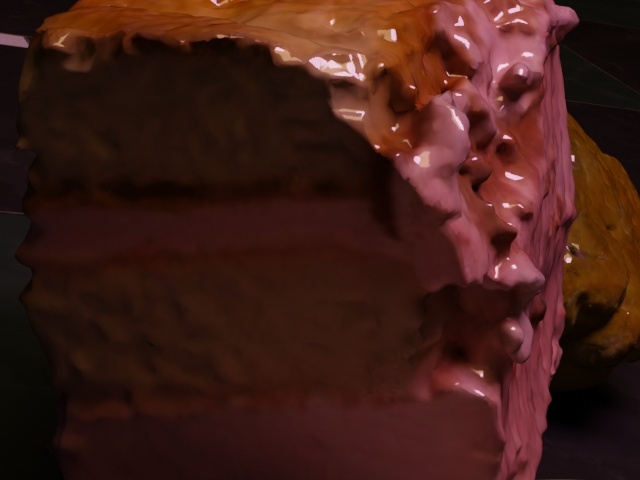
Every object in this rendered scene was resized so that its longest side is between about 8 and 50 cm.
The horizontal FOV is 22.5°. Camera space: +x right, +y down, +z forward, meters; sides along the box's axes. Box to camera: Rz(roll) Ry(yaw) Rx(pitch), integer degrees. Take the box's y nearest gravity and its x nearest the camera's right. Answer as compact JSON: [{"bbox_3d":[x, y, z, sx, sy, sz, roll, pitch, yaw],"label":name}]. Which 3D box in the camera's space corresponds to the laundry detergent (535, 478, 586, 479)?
[{"bbox_3d":[0.148,0.219,0.839,0.181,0.091,0.253,11,20,2],"label":"laundry detergent"}]

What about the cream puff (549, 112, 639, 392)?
[{"bbox_3d":[0.161,0.005,1.238,0.244,0.196,0.244,17,48,-20],"label":"cream puff"}]

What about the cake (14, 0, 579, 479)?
[{"bbox_3d":[0.000,0.000,0.932,0.293,0.306,0.314,2,18,18],"label":"cake"}]
